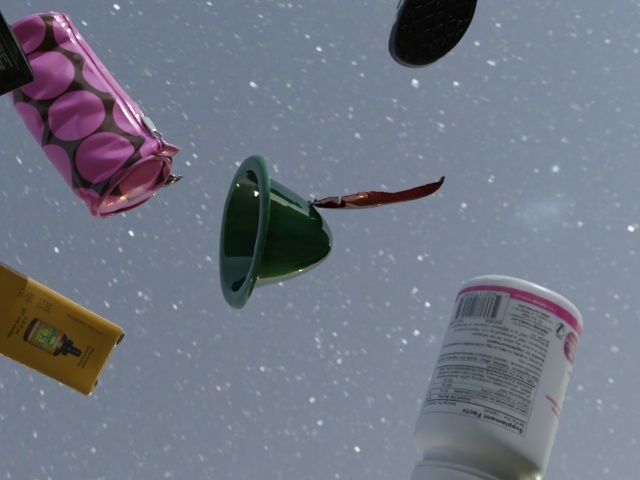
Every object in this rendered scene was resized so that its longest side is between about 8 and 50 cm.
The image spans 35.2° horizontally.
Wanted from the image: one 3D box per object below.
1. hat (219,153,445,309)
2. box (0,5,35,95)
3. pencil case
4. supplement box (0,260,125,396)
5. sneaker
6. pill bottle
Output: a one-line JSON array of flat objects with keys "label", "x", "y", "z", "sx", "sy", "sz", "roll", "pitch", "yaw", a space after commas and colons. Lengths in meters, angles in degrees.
[{"label": "hat", "x": 0.000, "y": 0.000, "z": 1.121, "sx": 0.183, "sy": 0.208, "sz": 0.173, "roll": 7, "pitch": -89, "yaw": -19}, {"label": "box", "x": -0.336, "y": -0.181, "z": 0.731, "sx": 0.175, "sy": 0.051, "sz": 0.220, "roll": -27, "pitch": -56, "yaw": -8}, {"label": "pencil case", "x": -0.221, "y": -0.122, "z": 0.932, "sx": 0.098, "sy": 0.209, "sz": 0.095, "roll": -47, "pitch": -16, "yaw": 24}, {"label": "supplement box", "x": -0.296, "y": 0.066, "z": 0.948, "sx": 0.233, "sy": 0.080, "sz": 0.078, "roll": 40, "pitch": -106, "yaw": -45}, {"label": "sneaker", "x": 0.145, "y": -0.304, "z": 1.200, "sx": 0.084, "sy": 0.097, "sz": 0.235, "roll": 28, "pitch": -98, "yaw": -12}, {"label": "pill bottle", "x": 0.204, "y": 0.200, "z": 1.205, "sx": 0.160, "sy": 0.160, "sz": 0.283, "roll": 40, "pitch": -119, "yaw": -37}]
